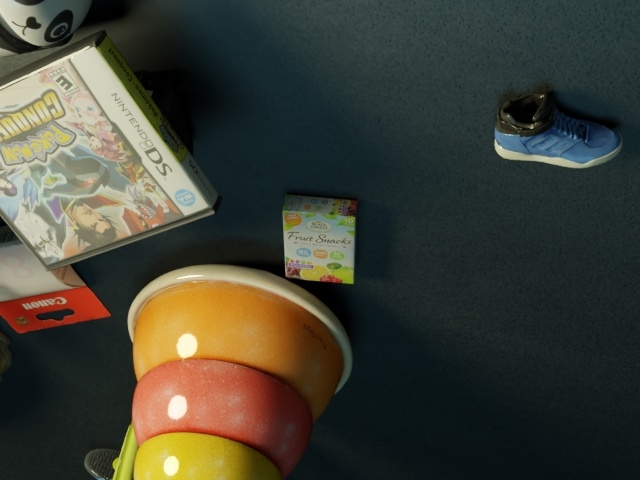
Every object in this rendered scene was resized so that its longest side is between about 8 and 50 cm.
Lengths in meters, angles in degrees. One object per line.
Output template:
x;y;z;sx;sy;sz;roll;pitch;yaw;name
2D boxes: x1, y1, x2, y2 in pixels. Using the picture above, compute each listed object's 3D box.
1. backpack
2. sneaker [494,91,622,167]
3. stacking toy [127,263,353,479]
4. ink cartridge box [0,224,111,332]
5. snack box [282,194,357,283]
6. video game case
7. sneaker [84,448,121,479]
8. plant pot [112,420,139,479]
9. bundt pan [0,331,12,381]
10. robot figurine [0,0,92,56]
-0.263;-0.131;1.344;0.182;0.115;0.152;4;140;10;backpack
0.285;-0.135;1.285;0.152;0.058;0.085;6;147;13;sneaker
-0.158;0.303;1.518;0.350;0.480;0.351;8;139;7;stacking toy
-0.460;0.076;1.648;0.189;0.066;0.232;-11;130;20;ink cartridge box
0.000;0.000;1.497;0.100;0.037;0.141;4;138;4;snack box
-0.294;-0.094;1.278;0.274;0.035;0.248;-18;122;27;video game case
-0.348;0.455;2.029;0.209;0.069;0.082;19;141;-11;sneaker
-0.244;0.404;1.849;0.228;0.227;0.207;22;142;-14;plant pot
-0.686;0.201;1.772;0.330;0.124;0.331;4;138;4;bundt pan
-0.380;-0.276;1.159;0.278;0.209;0.174;-7;106;17;robot figurine
